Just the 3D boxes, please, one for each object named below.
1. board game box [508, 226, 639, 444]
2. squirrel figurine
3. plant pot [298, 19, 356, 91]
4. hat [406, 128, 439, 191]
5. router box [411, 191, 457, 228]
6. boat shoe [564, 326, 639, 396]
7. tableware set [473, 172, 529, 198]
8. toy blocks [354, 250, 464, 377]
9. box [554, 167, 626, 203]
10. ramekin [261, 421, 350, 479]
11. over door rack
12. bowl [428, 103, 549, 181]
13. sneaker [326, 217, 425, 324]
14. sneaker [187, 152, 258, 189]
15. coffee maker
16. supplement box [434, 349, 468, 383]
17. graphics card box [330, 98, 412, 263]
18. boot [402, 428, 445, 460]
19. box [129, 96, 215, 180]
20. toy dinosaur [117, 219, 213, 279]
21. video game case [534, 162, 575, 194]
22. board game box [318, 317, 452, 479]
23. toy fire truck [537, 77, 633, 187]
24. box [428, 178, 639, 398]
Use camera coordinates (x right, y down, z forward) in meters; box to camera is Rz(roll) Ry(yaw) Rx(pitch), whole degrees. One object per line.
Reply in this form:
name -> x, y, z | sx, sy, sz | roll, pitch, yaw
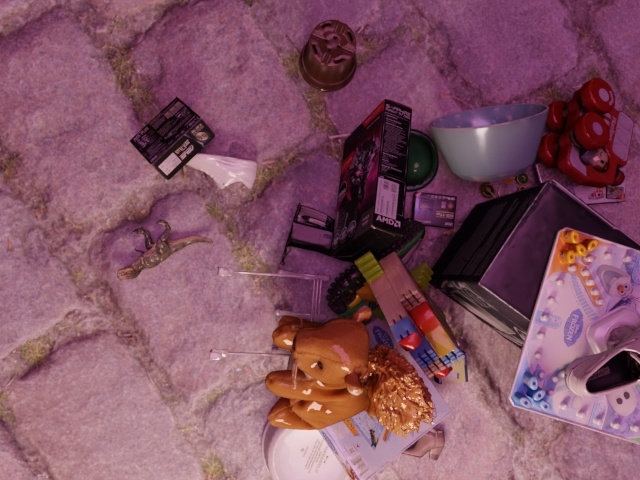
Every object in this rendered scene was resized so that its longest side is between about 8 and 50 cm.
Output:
board game box -> 0.632, 0.211, 1.293 | 0.389, 0.050, 0.390 | 17, 88, -3
squirrel figurine -> 0.076, 0.286, 1.422 | 0.396, 0.370, 0.281 | 16, 61, -4
plant pot -> 0.028, -0.511, 1.699 | 0.166, 0.165, 0.167 | 0, 87, -5
hat -> 0.260, -0.221, 1.691 | 0.172, 0.183, 0.209 | 2, 87, -4
router box -> 0.320, -0.085, 1.761 | 0.122, 0.038, 0.092 | 6, 88, -4
boat shoe -> 0.615, 0.235, 1.221 | 0.267, 0.088, 0.096 | -18, 90, -4
tableware set -> 0.521, -0.164, 1.787 | 0.154, 0.024, 0.104 | 12, 86, -3
toy blocks -> 0.250, 0.212, 1.546 | 0.190, 0.261, 0.381 | -34, 133, 9
box -> 0.773, -0.160, 1.797 | 0.206, 0.036, 0.114 | -4, 87, -4
ramekin -> -0.025, 0.563, 1.662 | 0.272, 0.127, 0.273 | 0, 87, -3
over door rack -> -0.140, 0.194, 1.668 | 0.324, 0.108, 0.240 | 5, 87, -24
bowl -> 0.455, -0.258, 1.673 | 0.311, 0.311, 0.163 | -11, 107, -4
sneaker -> 0.166, 0.081, 1.711 | 0.343, 0.134, 0.146 | -48, 129, -4
sneaker -> -0.282, -0.189, 1.711 | 0.212, 0.080, 0.094 | 8, 99, -5
coffee maker -> 0.000, 0.000, 1.709 | 0.178, 0.120, 0.171 | 17, 109, -2
supplement box -> 0.361, 0.352, 1.734 | 0.083, 0.056, 0.083 | -3, 88, -4
graphics card box -> 0.130, -0.147, 1.594 | 0.094, 0.233, 0.371 | 16, 65, -20
boot -> 0.287, 0.560, 1.731 | 0.118, 0.042, 0.087 | 11, 80, -5
box -> -0.396, -0.273, 1.665 | 0.180, 0.077, 0.147 | -45, 52, -5
toy dinosaur -> -0.440, 0.009, 1.694 | 0.268, 0.064, 0.118 | -25, 104, -5
video game case -> 0.667, -0.169, 1.766 | 0.087, 0.011, 0.122 | -16, 88, -5
board game box -> 0.127, 0.408, 1.625 | 0.318, 0.066, 0.319 | -29, 74, -24
toy fire truck -> 0.758, -0.277, 1.720 | 0.253, 0.169, 0.302 | 30, 62, -16
box -> 0.582, 0.125, 1.553 | 0.480, 0.472, 0.297 | 36, 87, -2
